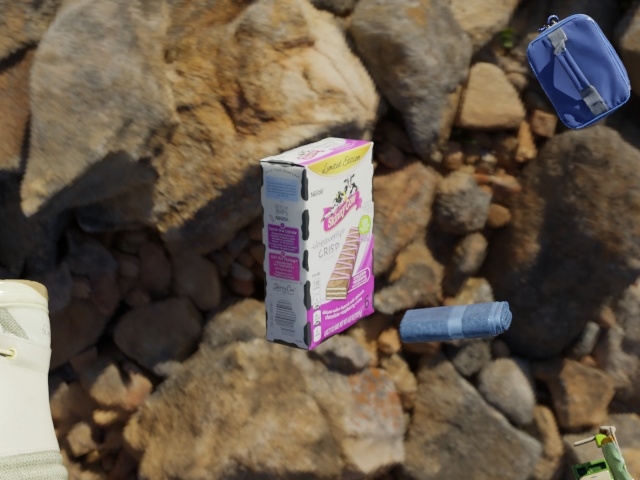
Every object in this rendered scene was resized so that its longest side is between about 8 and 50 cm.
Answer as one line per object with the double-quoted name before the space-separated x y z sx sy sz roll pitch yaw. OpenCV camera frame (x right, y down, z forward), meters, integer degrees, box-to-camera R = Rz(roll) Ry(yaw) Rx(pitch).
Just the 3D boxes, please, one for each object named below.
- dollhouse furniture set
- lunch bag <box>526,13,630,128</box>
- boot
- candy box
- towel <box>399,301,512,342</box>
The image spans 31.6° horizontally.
"dollhouse furniture set" 0.336 0.273 1.367 0.059 0.151 0.076 -18 71 7
"lunch bag" 0.220 -0.148 0.967 0.067 0.065 0.098 -31 94 16
"boot" -0.279 0.117 0.747 0.213 0.077 0.165 -6 72 -21
"candy box" 0.000 0.000 1.409 0.159 0.071 0.233 -25 118 -53
"towel" 0.149 0.093 1.252 0.120 0.067 0.029 -6 103 18
